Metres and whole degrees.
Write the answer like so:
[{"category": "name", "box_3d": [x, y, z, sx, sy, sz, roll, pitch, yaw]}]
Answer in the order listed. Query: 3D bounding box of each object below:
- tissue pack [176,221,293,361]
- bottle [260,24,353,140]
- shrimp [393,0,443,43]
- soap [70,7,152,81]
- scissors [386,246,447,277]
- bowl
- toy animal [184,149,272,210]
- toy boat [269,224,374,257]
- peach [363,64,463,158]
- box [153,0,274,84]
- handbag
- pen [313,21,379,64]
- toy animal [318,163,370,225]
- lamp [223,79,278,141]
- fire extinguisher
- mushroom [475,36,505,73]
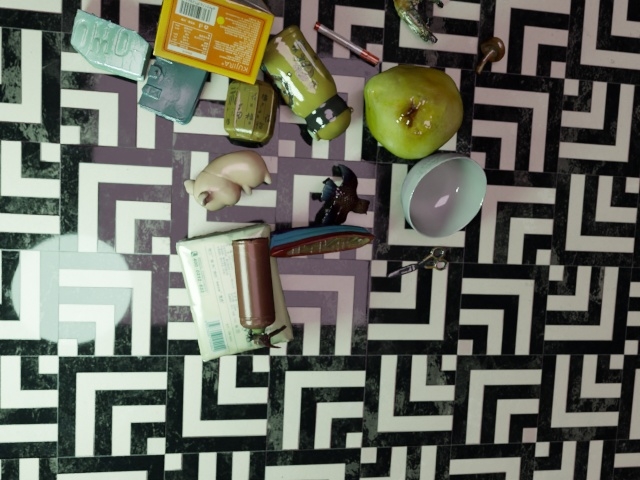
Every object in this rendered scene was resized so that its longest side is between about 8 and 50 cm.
[{"category": "tissue pack", "box_3d": [-0.261, 0.150, 1.641, 0.298, 0.207, 0.379, -10, 96, -8]}, {"category": "bottle", "box_3d": [-0.040, -0.473, 1.644, 0.172, 0.171, 0.351, -38, 99, -5]}, {"category": "shrimp", "box_3d": [0.340, -0.758, 1.748, 0.150, 0.051, 0.217, -38, 96, -12]}, {"category": "soap", "box_3d": [-0.631, -0.584, 1.581, 0.231, 0.091, 0.144, 15, 92, -11]}, {"category": "scissors", "box_3d": [0.332, 0.090, 1.830, 0.220, 0.017, 0.087, -18, 101, -7]}, {"category": "bowl", "box_3d": [0.381, -0.164, 1.724, 0.287, 0.143, 0.286, -11, 126, -16]}, {"category": "toy animal", "box_3d": [-0.282, -0.188, 1.634, 0.250, 0.166, 0.153, -35, 108, -15]}, {"category": "toy boat", "box_3d": [0.000, 0.000, 1.657, 0.393, 0.136, 0.079, -3, 66, -38]}, {"category": "peach", "box_3d": [0.287, -0.396, 1.642, 0.315, 0.315, 0.281, 0, 110, -16]}, {"category": "box", "box_3d": [-0.305, -0.598, 1.486, 0.284, 0.259, 0.213, 12, 117, -21]}, {"category": "handbag", "box_3d": [-0.453, -0.492, 1.631, 0.179, 0.062, 0.229, 22, 91, -10]}, {"category": "pen", "box_3d": [0.086, -0.642, 1.724, 0.239, 0.028, 0.028, 27, 90, -10]}, {"category": "toy animal", "box_3d": [0.082, -0.133, 1.720, 0.180, 0.116, 0.218, 19, 85, -9]}, {"category": "lamp", "box_3d": [-0.214, -0.397, 1.628, 0.162, 0.161, 0.184, 5, 96, -10]}, {"category": "fire extinguisher", "box_3d": [-0.168, 0.157, 1.509, 0.148, 0.107, 0.336, -9, 97, -37]}, {"category": "mushroom", "box_3d": [0.569, -0.626, 1.787, 0.088, 0.073, 0.129, 39, 128, 9]}]
